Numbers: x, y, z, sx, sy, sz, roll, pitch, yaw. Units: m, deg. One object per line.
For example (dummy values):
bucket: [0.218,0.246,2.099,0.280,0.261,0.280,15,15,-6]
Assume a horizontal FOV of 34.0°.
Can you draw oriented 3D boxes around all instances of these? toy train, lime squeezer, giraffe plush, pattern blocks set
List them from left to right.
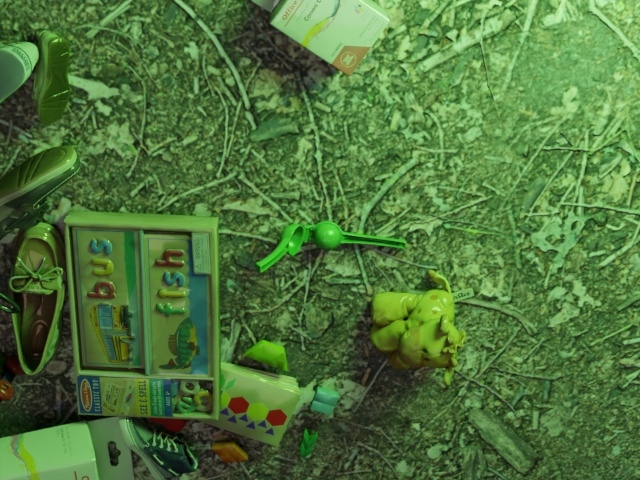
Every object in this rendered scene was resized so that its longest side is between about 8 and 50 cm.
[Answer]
toy train: [-0.633,0.264,1.866,0.143,0.248,0.105,41,108,-15]
pattern blocks set: [-0.143,0.313,2.028,0.324,0.026,0.285,27,113,-11]
lime squeezer: [0.000,0.000,1.847,0.310,0.110,0.059,-8,103,-33]
giraffe plush: [0.196,0.176,1.898,0.210,0.170,0.181,-33,113,13]

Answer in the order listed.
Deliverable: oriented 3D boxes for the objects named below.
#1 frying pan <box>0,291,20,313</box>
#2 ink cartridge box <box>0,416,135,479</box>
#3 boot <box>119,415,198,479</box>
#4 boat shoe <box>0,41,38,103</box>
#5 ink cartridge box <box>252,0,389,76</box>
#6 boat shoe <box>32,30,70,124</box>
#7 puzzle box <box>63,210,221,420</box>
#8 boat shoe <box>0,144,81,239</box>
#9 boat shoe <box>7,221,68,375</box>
frying pan: [-0.651,0.002,1.762,0.326,0.053,0.197,13,115,-18]
ink cartridge box: [-0.527,0.473,1.991,0.353,0.119,0.207,-11,124,-15]
boot: [-0.314,0.391,2.038,0.086,0.069,0.190,-17,128,14]
boat shoe: [-0.558,-0.241,1.703,0.258,0.084,0.095,-22,110,22]
ink cartridge box: [-0.003,-0.367,1.673,0.198,0.067,0.115,30,112,-16]
boat shoe: [-0.448,-0.266,1.720,0.056,0.048,0.153,-22,133,-43]
puzzle box: [-0.320,0.143,1.909,0.272,0.052,0.409,2,115,2]
boat shoe: [-0.513,-0.064,1.790,0.285,0.103,0.092,-29,119,16]
boat shoe: [-0.505,0.105,1.877,0.104,0.089,0.285,3,116,-3]
